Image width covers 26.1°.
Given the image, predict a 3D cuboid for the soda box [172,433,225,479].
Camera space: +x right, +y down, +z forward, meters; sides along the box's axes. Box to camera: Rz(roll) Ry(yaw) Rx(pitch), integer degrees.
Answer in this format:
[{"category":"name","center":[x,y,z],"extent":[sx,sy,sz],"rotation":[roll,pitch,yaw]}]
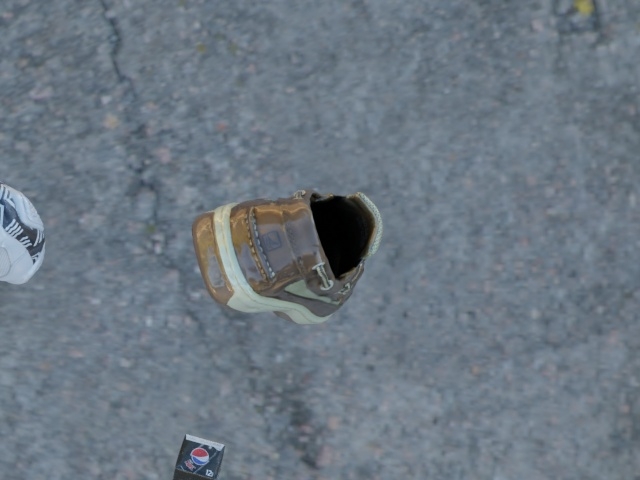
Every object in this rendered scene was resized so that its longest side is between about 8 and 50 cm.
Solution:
[{"category":"soda box","center":[-0.170,0.327,1.874],"extent":[0.060,0.169,0.053],"rotation":[16,56,-1]}]

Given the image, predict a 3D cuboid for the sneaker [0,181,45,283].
[{"category":"sneaker","center":[-0.460,-0.022,1.598],"extent":[0.210,0.137,0.366],"rotation":[-52,151,-25]}]

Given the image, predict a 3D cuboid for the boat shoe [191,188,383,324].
[{"category":"boat shoe","center":[0.002,0.008,0.973],"extent":[0.257,0.095,0.095],"rotation":[-11,82,-74]}]
